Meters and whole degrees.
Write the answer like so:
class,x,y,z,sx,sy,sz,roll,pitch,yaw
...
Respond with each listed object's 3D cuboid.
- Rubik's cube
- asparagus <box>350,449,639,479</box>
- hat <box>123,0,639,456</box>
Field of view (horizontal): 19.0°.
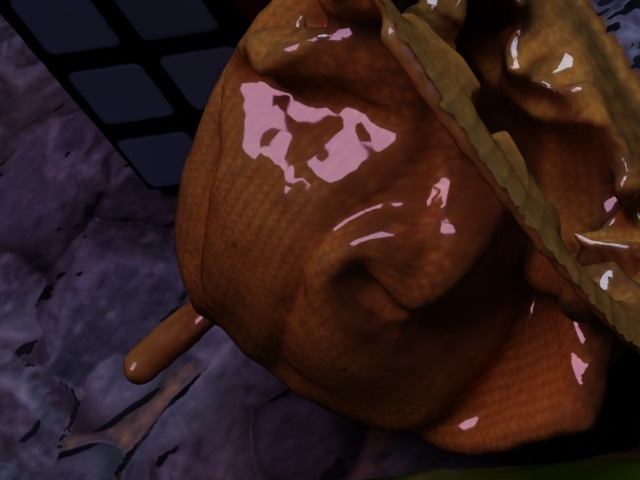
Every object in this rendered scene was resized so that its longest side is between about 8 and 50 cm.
class,x,y,z,sx,sy,sz,roll,pitch,yaw
Rubik's cube,-0.036,-0.136,0.892,0.163,0.162,0.161,-6,54,25
asparagus,0.081,0.116,0.691,0.343,0.085,0.082,-5,10,27
hat,0.000,0.000,0.748,0.233,0.244,0.233,-32,63,26
